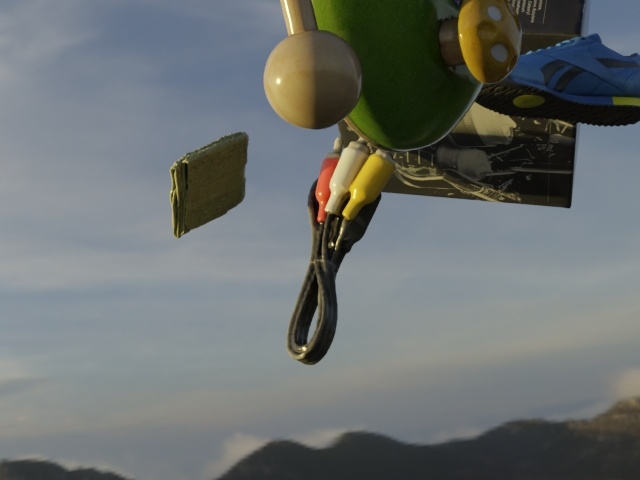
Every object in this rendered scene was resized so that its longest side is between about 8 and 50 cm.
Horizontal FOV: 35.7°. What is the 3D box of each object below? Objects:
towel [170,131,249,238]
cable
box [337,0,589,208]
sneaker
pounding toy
[{"bbox_3d":[-0.140,-0.074,1.255,0.027,0.110,0.148,22,32,25],"label":"towel"},{"bbox_3d":[0.000,0.000,1.159,0.139,0.287,0.072,3,-29,48],"label":"cable"},{"bbox_3d":[0.184,-0.218,1.294,0.312,0.179,0.343,5,-31,15],"label":"box"},{"bbox_3d":[0.236,-0.167,0.995,0.209,0.082,0.069,4,-13,-19],"label":"sneaker"},{"bbox_3d":[0.069,-0.148,0.582,0.110,0.183,0.237,-2,2,35],"label":"pounding toy"}]
